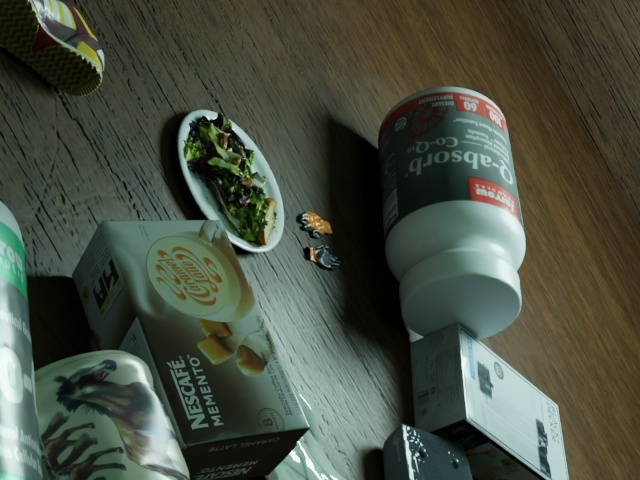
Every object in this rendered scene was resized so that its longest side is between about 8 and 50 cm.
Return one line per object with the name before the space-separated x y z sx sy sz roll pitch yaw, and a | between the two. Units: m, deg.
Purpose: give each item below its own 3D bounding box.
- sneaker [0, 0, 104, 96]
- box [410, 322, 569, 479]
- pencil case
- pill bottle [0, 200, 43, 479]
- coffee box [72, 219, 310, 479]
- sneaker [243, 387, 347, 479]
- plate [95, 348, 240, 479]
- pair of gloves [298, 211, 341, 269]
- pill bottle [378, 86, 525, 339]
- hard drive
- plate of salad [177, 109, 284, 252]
sneaker | -0.307 -0.238 1.204 0.185 0.069 0.084 48 23 -36
box | 0.253 0.266 1.658 0.290 0.087 0.169 40 36 -36
pencil case | -0.146 0.287 0.864 0.410 0.159 0.183 64 7 21
pill bottle | -0.306 0.076 0.784 0.204 0.204 0.361 22 49 -50
coffee box | -0.129 0.105 1.078 0.141 0.098 0.247 -1 54 -37
sneaker | -0.022 0.294 1.192 0.305 0.114 0.152 52 42 -8
plate | -0.151 0.173 1.094 0.188 0.024 0.188 20 44 -21
pair of gloves | 0.000 0.000 1.551 0.074 0.010 0.083 19 51 -52
pill bottle | 0.198 -0.041 1.700 0.210 0.210 0.363 38 37 -38
hard drive | 0.153 0.375 1.437 0.172 0.054 0.255 27 44 -47
plate of salad | -0.103 -0.080 1.411 0.200 0.048 0.200 38 38 -37
